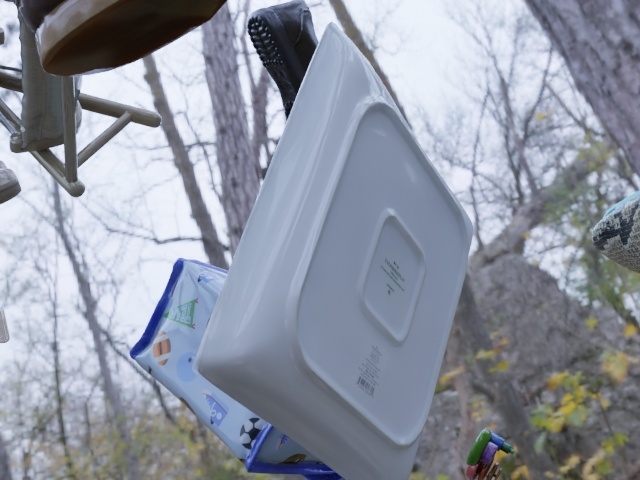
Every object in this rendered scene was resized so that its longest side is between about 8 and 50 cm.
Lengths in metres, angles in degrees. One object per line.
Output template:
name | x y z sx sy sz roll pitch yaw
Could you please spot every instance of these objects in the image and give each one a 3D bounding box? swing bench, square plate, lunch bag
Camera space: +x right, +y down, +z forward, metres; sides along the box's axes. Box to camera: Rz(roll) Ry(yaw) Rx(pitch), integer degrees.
swing bench | -0.301 -0.226 0.904 0.165 0.255 0.253 -52 -16 -41
square plate | 0.052 0.037 0.834 0.049 0.344 0.347 0 -31 34
lunch bag | -0.060 0.222 1.456 0.385 0.328 0.239 20 -78 -54

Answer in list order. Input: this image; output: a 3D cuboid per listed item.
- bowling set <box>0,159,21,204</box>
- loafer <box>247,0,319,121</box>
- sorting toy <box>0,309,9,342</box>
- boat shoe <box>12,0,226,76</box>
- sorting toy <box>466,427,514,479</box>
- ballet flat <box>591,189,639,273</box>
bowling set | -0.557 -0.135 1.295 0.154 0.200 0.287 -25 15 -20
loafer | -0.001 -0.172 0.998 0.078 0.080 0.220 -38 -55 -19
sorting toy | -0.403 0.095 1.044 0.062 0.083 0.012 -2 -53 -27
boat shoe | -0.030 -0.131 0.319 0.207 0.073 0.073 -19 -8 19
sorting toy | 0.214 0.273 1.114 0.061 0.042 0.102 -52 -24 -24
ballet flat | 0.502 -0.025 0.948 0.164 0.182 0.483 28 -39 -31
